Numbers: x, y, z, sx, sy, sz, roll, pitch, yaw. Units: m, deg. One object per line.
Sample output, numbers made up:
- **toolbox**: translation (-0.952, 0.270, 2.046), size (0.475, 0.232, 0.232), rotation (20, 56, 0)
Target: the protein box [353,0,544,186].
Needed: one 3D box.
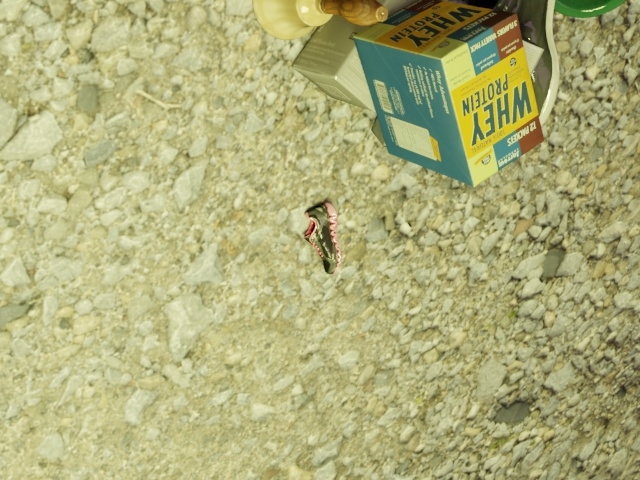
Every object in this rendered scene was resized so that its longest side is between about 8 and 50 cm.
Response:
- **protein box**: translation (0.178, -0.212, 1.430), size (0.136, 0.201, 0.200), rotation (-33, 123, -20)

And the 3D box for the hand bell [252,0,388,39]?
- **hand bell**: translation (0.018, -0.326, 1.412), size (0.126, 0.242, 0.126), rotation (-12, 113, -31)

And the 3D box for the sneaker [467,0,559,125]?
- **sneaker**: translation (0.313, -0.328, 1.701), size (0.146, 0.104, 0.296), rotation (-11, 106, -29)

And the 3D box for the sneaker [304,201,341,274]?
- **sneaker**: translation (0.000, 0.000, 1.645), size (0.057, 0.047, 0.119), rotation (-13, 107, -22)

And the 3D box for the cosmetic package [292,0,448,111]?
- **cosmetic package**: translation (0.082, -0.323, 1.530), size (0.107, 0.127, 0.238), rotation (33, 85, -37)

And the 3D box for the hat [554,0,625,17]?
- **hat**: translation (0.476, -0.518, 1.783), size (0.208, 0.184, 0.173), rotation (-31, 120, 32)

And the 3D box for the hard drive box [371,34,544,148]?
- **hard drive box**: translation (0.213, -0.236, 1.613), size (0.181, 0.089, 0.232), rotation (17, 110, -21)
